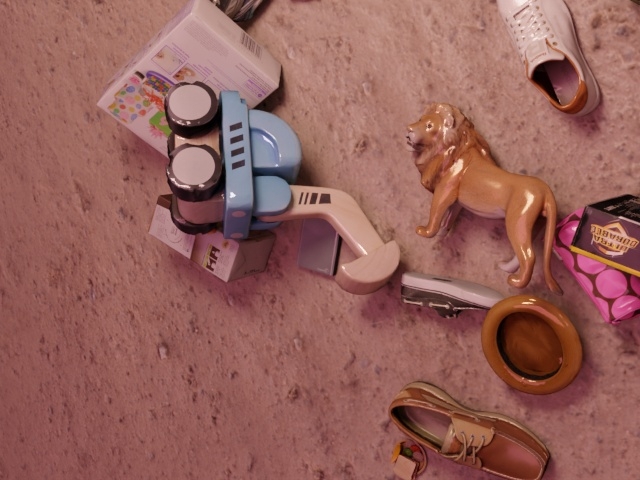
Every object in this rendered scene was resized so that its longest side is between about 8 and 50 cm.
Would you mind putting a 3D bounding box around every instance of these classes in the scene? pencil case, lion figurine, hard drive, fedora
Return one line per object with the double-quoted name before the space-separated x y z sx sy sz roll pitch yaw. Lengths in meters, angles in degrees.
"pencil case" 0.483 0.049 1.425 0.098 0.095 0.209 -33 75 -5
"lion figurine" 0.305 -0.083 1.468 0.392 0.142 0.240 30 106 32
"hard drive" 0.000 0.000 1.755 0.094 0.022 0.135 16 106 29
"fedora" 0.393 0.184 1.506 0.194 0.079 0.194 8 108 26

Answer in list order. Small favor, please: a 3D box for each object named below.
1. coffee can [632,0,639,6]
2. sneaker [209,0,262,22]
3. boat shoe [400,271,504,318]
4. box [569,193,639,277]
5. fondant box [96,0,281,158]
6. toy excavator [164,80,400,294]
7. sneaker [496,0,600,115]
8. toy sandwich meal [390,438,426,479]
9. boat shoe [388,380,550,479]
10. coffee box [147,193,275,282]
"coffee can" 0.511 -0.457 1.223 0.201 0.275 0.202 5 100 31
"sneaker" -0.134 -0.574 1.696 0.283 0.122 0.110 -48 64 35
"boat shoe" 0.254 0.114 1.588 0.219 0.077 0.070 12 103 38
"box" 0.548 0.011 1.242 0.257 0.322 0.079 25 108 26
"fondant box" -0.282 -0.334 1.758 0.330 0.238 0.096 -34 34 30
"toy excavator" -0.082 -0.101 1.642 0.445 0.222 0.433 -3 67 -9
"sneaker" 0.384 -0.348 1.410 0.106 0.123 0.290 -35 77 32
"toy sandwich meal" 0.181 0.457 1.705 0.085 0.029 0.086 5 100 31
"boat shoe" 0.274 0.386 1.584 0.324 0.120 0.123 20 107 28
"coffee box" -0.245 -0.014 1.835 0.246 0.141 0.098 29 111 25
